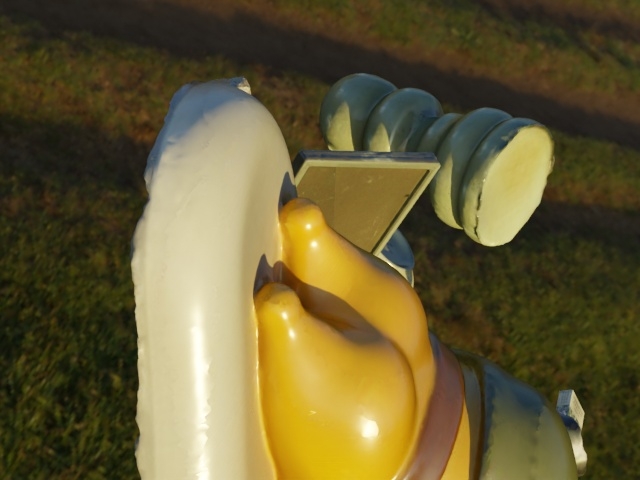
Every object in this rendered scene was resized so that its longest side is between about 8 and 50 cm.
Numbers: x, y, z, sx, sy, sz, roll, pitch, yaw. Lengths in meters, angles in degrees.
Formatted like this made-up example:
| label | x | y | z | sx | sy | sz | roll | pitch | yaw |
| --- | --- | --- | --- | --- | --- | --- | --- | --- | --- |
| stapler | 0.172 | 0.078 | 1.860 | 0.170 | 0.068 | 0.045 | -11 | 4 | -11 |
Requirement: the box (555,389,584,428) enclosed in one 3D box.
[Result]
| label | x | y | z | sx | sy | sz | roll | pitch | yaw |
| --- | --- | --- | --- | --- | --- | --- | --- | --- | --- |
| box | 0.357 | 0.264 | 1.526 | 0.054 | 0.024 | 0.083 | 60 | 36 | -32 |

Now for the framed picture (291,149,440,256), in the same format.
| label | x | y | z | sx | sy | sz | roll | pitch | yaw |
| --- | --- | --- | --- | --- | --- | --- | --- | --- | --- |
| framed picture | 0.000 | 0.000 | 0.920 | 0.150 | 0.203 | 0.015 | -3 | 49 | -38 |

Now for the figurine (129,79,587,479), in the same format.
| label | x | y | z | sx | sy | sz | roll | pitch | yaw |
| --- | --- | --- | --- | --- | --- | --- | --- | --- | --- |
| figurine | 0.027 | 0.063 | 0.379 | 0.141 | 0.250 | 0.167 | 4 | 46 | 12 |

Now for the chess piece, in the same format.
| label | x | y | z | sx | sy | sz | roll | pitch | yaw |
| --- | --- | --- | --- | --- | --- | --- | --- | --- | --- |
| chess piece | 0.103 | -0.100 | 1.081 | 0.243 | 0.133 | 0.133 | 30 | 23 | 34 |

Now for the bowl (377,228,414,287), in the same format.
| label | x | y | z | sx | sy | sz | roll | pitch | yaw |
| --- | --- | --- | --- | --- | --- | --- | --- | --- | --- |
| bowl | 0.066 | 0.033 | 1.731 | 0.237 | 0.126 | 0.238 | 37 | 29 | -25 |

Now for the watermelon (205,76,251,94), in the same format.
| label | x | y | z | sx | sy | sz | roll | pitch | yaw |
| --- | --- | --- | --- | --- | --- | --- | --- | --- | --- |
| watermelon | -0.157 | -0.129 | 1.510 | 0.094 | 0.241 | 0.154 | -6 | 41 | -29 |
